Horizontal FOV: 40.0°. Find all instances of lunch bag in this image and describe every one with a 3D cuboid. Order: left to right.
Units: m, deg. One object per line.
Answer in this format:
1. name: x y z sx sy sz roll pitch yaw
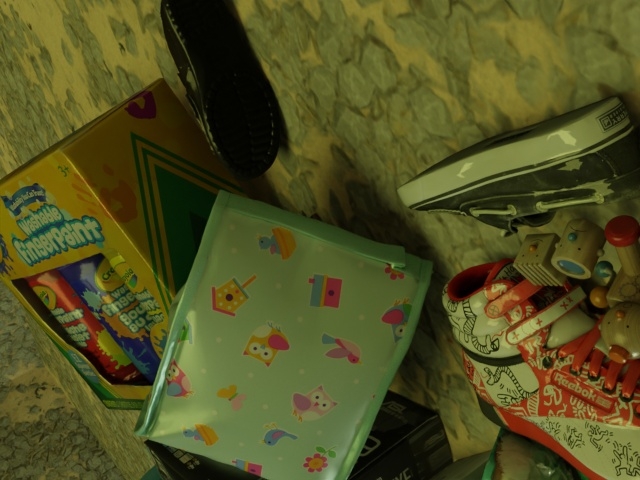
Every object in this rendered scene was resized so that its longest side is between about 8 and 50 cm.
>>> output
1. lunch bag: -0.035 0.091 0.855 0.224 0.160 0.262 20 115 -4

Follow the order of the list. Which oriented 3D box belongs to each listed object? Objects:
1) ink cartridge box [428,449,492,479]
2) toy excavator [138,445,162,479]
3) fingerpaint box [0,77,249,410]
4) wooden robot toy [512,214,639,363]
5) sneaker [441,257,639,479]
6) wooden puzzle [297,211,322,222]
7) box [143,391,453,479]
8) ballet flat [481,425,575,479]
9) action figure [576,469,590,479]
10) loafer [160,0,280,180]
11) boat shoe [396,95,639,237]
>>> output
1. ink cartridge box: 0.149 0.249 0.912 0.029 0.063 0.115 58 155 9
2. toy excavator: -0.219 0.410 1.218 0.222 0.445 0.433 32 160 42
3. fingerpaint box: -0.248 0.039 1.139 0.445 0.163 0.371 -12 117 52
4. wooden robot toy: 0.190 0.035 0.553 0.173 0.079 0.076 13 155 43
5. sneaker: 0.192 0.089 0.640 0.270 0.090 0.145 13 131 60
6. wooden puzzle: 0.000 0.000 0.983 0.083 0.006 0.049 55 154 9
7. box: -0.035 0.252 1.042 0.307 0.242 0.076 15 130 56
8. ballet flat: 0.210 0.313 0.837 0.147 0.147 0.408 40 151 34
9. action figure: 0.256 0.207 0.662 0.232 0.063 0.137 47 174 47
10. loafer: -0.107 -0.170 0.931 0.078 0.080 0.220 15 125 68
11. boat shoe: 0.133 -0.037 0.627 0.219 0.078 0.070 -14 104 61
